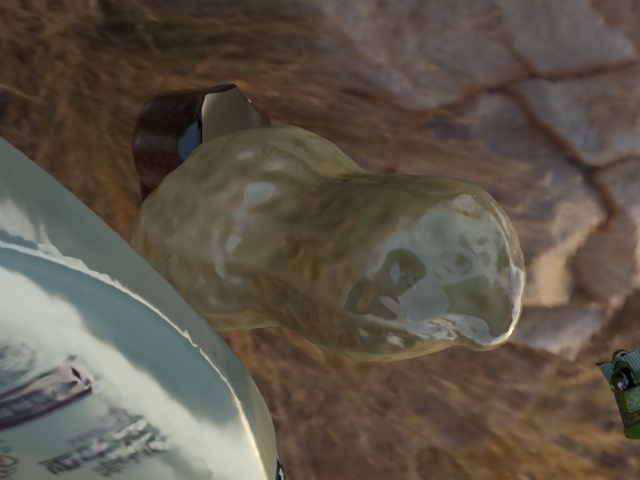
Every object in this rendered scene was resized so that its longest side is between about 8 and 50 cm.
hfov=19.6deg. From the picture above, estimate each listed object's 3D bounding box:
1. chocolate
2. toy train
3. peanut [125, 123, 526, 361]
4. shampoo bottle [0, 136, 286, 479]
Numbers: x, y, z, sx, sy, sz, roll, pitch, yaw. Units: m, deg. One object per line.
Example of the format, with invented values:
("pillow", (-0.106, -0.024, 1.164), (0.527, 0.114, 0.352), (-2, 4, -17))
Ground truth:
("chocolate", (-0.098, -0.069, 1.440), (0.125, 0.080, 0.148), (-61, 147, -43))
("toy train", (0.206, 0.084, 1.077), (0.093, 0.038, 0.056), (-6, 76, -36))
("peanut", (0.000, 0.000, 1.002), (0.123, 0.257, 0.123), (-8, 100, -48))
("shampoo bottle", (-0.101, 0.057, 0.720), (0.359, 0.134, 0.078), (54, 27, -57))
